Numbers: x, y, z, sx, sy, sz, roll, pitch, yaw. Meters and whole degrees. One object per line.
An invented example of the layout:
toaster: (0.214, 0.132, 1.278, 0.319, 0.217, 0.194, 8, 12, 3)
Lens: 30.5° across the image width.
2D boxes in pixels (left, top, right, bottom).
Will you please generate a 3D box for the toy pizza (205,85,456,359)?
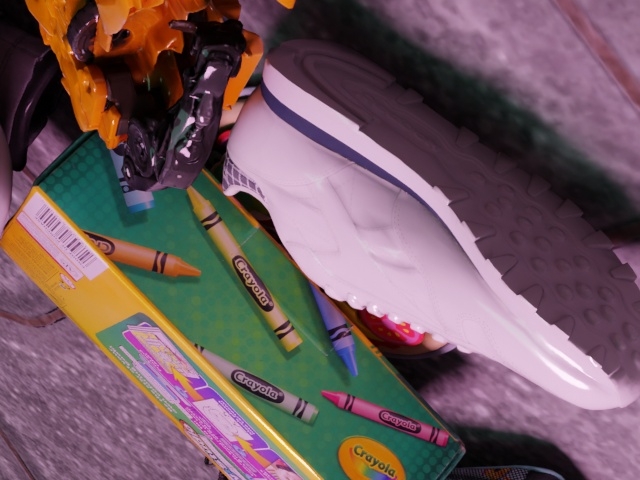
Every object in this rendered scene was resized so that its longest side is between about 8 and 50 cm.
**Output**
toy pizza: (0.000, 0.000, 0.678, 0.201, 0.032, 0.201, 27, 144, 21)

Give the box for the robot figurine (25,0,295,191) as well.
robot figurine: (-0.065, -0.151, 0.486, 0.211, 0.085, 0.291, 64, 154, 21)

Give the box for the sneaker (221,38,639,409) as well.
sneaker: (0.052, 0.004, 0.560, 0.235, 0.090, 0.095, 42, 123, 18)

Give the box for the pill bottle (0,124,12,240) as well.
pill bottle: (-0.269, -0.012, 0.673, 0.169, 0.169, 0.301, 40, 146, 2)

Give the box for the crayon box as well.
crayon box: (-0.063, 0.058, 0.710, 0.278, 0.081, 0.165, 47, 157, -9)

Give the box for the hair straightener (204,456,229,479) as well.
hair straightener: (-0.002, 0.219, 0.933, 0.230, 0.047, 0.089, 29, 145, 26)

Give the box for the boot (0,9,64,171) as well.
boot: (-0.241, -0.160, 0.693, 0.223, 0.118, 0.338, 35, 154, -2)

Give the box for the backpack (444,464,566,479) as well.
backpack: (0.083, 0.227, 0.759, 0.188, 0.144, 0.166, 4, 137, 47)
